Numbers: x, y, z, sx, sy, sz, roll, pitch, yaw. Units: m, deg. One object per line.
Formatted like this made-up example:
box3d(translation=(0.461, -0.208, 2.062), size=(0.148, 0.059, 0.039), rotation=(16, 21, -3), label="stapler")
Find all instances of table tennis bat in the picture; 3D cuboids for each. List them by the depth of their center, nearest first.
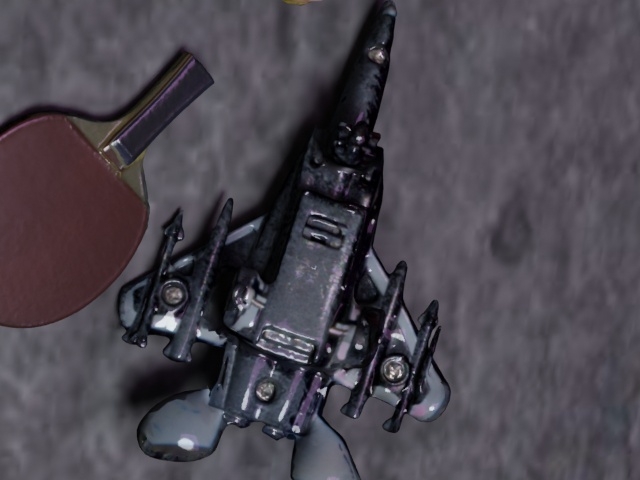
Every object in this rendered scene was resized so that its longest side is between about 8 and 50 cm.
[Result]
box3d(translation=(-0.111, -0.027, 0.813), size=(0.158, 0.014, 0.095), rotation=(-46, 121, -9), label="table tennis bat")

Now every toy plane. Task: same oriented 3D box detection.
box3d(translation=(0.001, 0.000, 0.849), size=(0.169, 0.078, 0.246), rotation=(18, 92, -6), label="toy plane")

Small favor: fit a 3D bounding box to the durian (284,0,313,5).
box3d(translation=(0.060, -0.209, 0.789), size=(0.305, 0.185, 0.196), rotation=(-16, 93, -31), label="durian")
